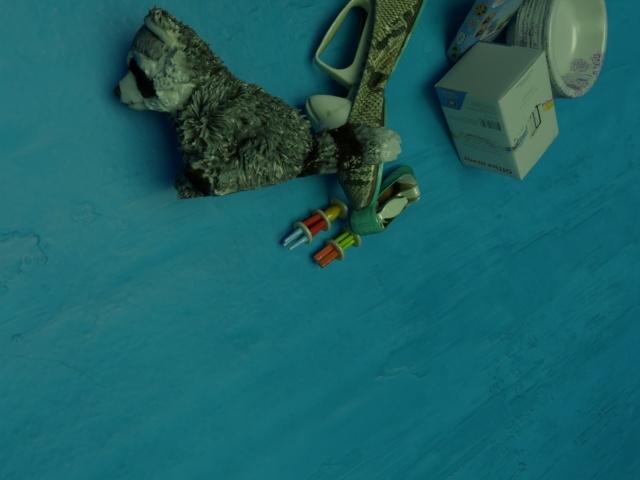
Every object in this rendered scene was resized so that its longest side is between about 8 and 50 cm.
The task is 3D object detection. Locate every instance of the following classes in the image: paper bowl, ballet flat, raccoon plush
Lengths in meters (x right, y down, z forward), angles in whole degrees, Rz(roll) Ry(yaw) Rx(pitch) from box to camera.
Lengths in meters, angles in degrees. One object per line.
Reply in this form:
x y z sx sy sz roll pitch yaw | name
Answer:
0.546 -0.479 1.534 0.284 0.148 0.284 -12 108 -41 | paper bowl
0.156 -0.083 1.341 0.247 0.087 0.083 -41 118 -40 | ballet flat
0.067 -0.304 1.264 0.182 0.164 0.483 17 81 -13 | ballet flat
-0.106 -0.247 1.089 0.446 0.216 0.299 -14 101 -24 | raccoon plush

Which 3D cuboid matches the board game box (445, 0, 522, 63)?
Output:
0.374 -0.494 1.404 0.160 0.211 0.039 -34 78 -26 | board game box

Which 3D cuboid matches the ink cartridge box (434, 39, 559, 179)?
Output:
0.393 -0.284 1.426 0.168 0.171 0.232 -47 135 -17 | ink cartridge box

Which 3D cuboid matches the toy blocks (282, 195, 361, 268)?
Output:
0.000 0.000 1.300 0.148 0.054 0.123 -36 114 -25 | toy blocks
